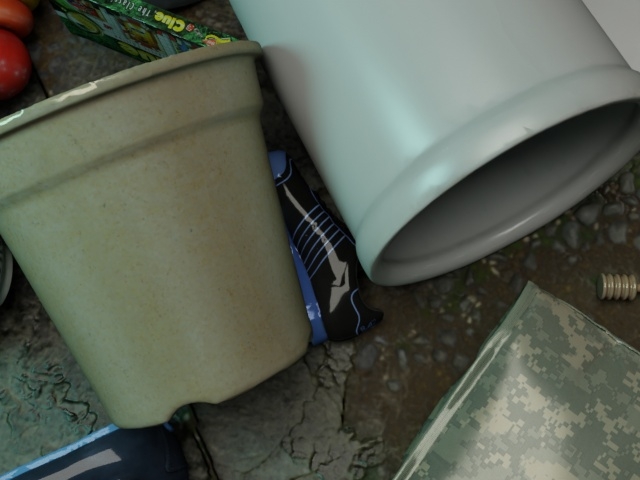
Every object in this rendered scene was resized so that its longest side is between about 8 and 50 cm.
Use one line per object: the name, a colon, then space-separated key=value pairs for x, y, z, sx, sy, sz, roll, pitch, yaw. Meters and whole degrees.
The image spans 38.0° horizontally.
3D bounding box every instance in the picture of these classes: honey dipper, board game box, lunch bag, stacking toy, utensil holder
honey dipper: x=0.389 y=0.055 z=1.026 sx=0.161 sy=0.030 sz=0.030 roll=3 pitch=74 yaw=2
board game box: x=-0.203 y=-0.242 z=1.102 sx=0.260 sy=0.136 sz=0.030 roll=23 pitch=80 yaw=11
lunch bag: x=0.226 y=0.213 z=0.919 sx=0.235 sy=0.169 sz=0.287 roll=36 pitch=84 yaw=13
stacking toy: x=-0.395 y=-0.334 z=1.152 sx=0.141 sy=0.141 sz=0.330 roll=-3 pitch=78 yaw=3
utensil holder: x=0.106 y=-0.196 z=0.974 sx=0.328 sy=0.327 sz=0.385 roll=-27 pitch=71 yaw=-4

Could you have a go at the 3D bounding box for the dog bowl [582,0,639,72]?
dog bowl: x=0.388 y=-0.252 z=1.076 sx=0.265 sy=0.104 sz=0.264 roll=-1 pitch=74 yaw=4

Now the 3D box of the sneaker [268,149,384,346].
sneaker: x=0.000 y=0.000 z=1.048 sx=0.091 sy=0.081 sz=0.232 roll=-16 pitch=80 yaw=-3

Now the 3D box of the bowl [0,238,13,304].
bowl: x=-0.400 y=0.035 z=1.049 sx=0.170 sy=0.080 sz=0.170 roll=-16 pitch=68 yaw=47

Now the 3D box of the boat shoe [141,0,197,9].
boat shoe: x=-0.117 y=-0.429 z=1.151 sx=0.367 sy=0.136 sz=0.156 roll=-33 pitch=74 yaw=-9

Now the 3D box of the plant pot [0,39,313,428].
plant pot: x=-0.160 y=0.005 z=0.935 sx=0.334 sy=0.334 sz=0.305 roll=-22 pitch=96 yaw=-2

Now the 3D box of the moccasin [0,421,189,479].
moccasin: x=-0.297 y=0.295 z=0.951 sx=0.342 sy=0.137 sz=0.116 roll=-27 pitch=78 yaw=-3
